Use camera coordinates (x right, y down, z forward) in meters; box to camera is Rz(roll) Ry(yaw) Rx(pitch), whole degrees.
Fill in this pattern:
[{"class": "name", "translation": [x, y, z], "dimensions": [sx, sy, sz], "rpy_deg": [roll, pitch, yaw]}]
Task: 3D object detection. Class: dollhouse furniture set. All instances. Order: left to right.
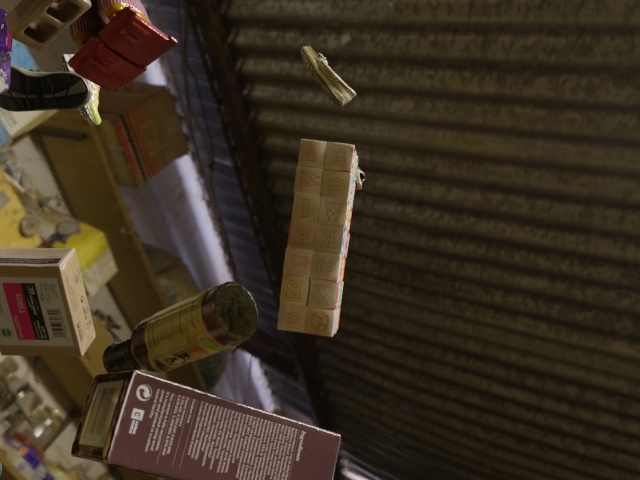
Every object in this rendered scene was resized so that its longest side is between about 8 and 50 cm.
[{"class": "dollhouse furniture set", "translation": [-0.418, -0.408, 1.043], "dimensions": [0.152, 0.374, 0.201], "rpy_deg": [-33, -115, 18]}]

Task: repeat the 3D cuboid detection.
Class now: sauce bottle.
[{"class": "sauce bottle", "translation": [-0.263, 0.174, 1.218], "dimensions": [0.344, 0.111, 0.111], "rpy_deg": [-25, -69, 35]}]

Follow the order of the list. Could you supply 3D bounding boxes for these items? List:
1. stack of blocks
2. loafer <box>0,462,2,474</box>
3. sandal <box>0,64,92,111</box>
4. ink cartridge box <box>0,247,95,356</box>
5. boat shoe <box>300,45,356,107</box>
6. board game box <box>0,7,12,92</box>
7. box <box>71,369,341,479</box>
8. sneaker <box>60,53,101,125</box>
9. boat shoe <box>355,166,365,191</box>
[{"class": "stack of blocks", "translation": [0.000, 0.000, 1.108], "dimensions": [0.087, 0.297, 0.171], "rpy_deg": [7, -3, 5]}, {"class": "loafer", "translation": [-0.713, 0.403, 1.203], "dimensions": [0.267, 0.084, 0.096], "rpy_deg": [12, -71, 3]}, {"class": "sandal", "translation": [-0.731, -0.393, 1.761], "dimensions": [0.302, 0.086, 0.120], "rpy_deg": [8, -71, 6]}, {"class": "ink cartridge box", "translation": [-0.615, 0.135, 1.469], "dimensions": [0.193, 0.088, 0.235], "rpy_deg": [-1, -63, 5]}, {"class": "boat shoe", "translation": [0.015, -0.361, 1.462], "dimensions": [0.153, 0.048, 0.056], "rpy_deg": [53, -8, 2]}, {"class": "board game box", "translation": [-0.868, -0.526, 1.595], "dimensions": [0.347, 0.056, 0.208], "rpy_deg": [37, -52, 8]}, {"class": "box", "translation": [-0.179, 0.329, 1.091], "dimensions": [0.381, 0.143, 0.191], "rpy_deg": [24, -24, -28]}, {"class": "sneaker", "translation": [-0.649, -0.428, 1.903], "dimensions": [0.081, 0.094, 0.209], "rpy_deg": [15, -56, 55]}, {"class": "boat shoe", "translation": [0.089, -0.155, 1.682], "dimensions": [0.043, 0.137, 0.049], "rpy_deg": [-5, -69, 14]}]
